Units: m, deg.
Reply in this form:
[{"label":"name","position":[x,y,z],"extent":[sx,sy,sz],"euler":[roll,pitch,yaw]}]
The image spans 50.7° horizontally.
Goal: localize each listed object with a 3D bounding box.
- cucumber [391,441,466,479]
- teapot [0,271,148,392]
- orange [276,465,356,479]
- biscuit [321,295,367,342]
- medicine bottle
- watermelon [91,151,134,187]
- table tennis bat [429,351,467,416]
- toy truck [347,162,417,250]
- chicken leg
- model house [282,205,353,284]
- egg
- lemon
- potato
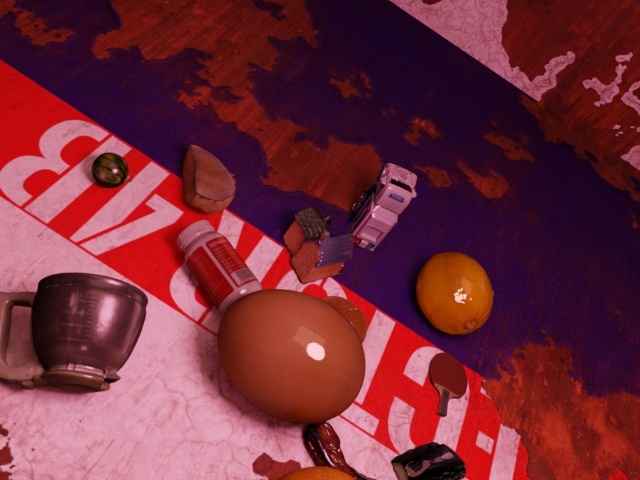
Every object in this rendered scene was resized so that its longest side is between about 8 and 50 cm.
[{"label":"cucumber","position":[0.284,0.577,1.742],"extent":[0.193,0.085,0.115],"euler":[-7,60,-27]},{"label":"teapot","position":[-0.547,0.199,1.449],"extent":[0.322,0.239,0.239],"euler":[17,60,-25]},{"label":"orange","position":[-0.007,0.604,1.401],"extent":[0.274,0.274,0.274],"euler":[17,47,-19]},{"label":"biscuit","position":[0.035,0.244,1.888],"extent":[0.208,0.049,0.181],"euler":[-24,69,-42]},{"label":"medicine bottle","position":[-0.270,0.073,1.791],"extent":[0.131,0.131,0.250],"euler":[-23,67,-42]},{"label":"watermelon","position":[-0.573,-0.189,1.856],"extent":[0.109,0.109,0.109],"euler":[17,47,-19]},{"label":"table tennis bat","position":[0.368,0.419,1.964],"extent":[0.130,0.019,0.220],"euler":[30,43,-7]},{"label":"toy truck","position":[0.192,-0.102,2.122],"extent":[0.124,0.268,0.155],"euler":[23,47,-12]},{"label":"chicken leg","position":[0.045,0.535,1.650],"extent":[0.253,0.051,0.106],"euler":[48,40,8]},{"label":"model house","position":[0.000,0.000,1.987],"extent":[0.166,0.172,0.183],"euler":[-14,61,-37]},{"label":"egg","position":[-0.070,0.272,1.619],"extent":[0.374,0.301,0.301],"euler":[29,44,-5]},{"label":"lemon","position":[0.406,0.159,2.060],"extent":[0.236,0.236,0.263],"euler":[25,15,-11]},{"label":"potato","position":[-0.328,-0.164,1.982],"extent":[0.138,0.098,0.243],"euler":[12,42,-27]}]
